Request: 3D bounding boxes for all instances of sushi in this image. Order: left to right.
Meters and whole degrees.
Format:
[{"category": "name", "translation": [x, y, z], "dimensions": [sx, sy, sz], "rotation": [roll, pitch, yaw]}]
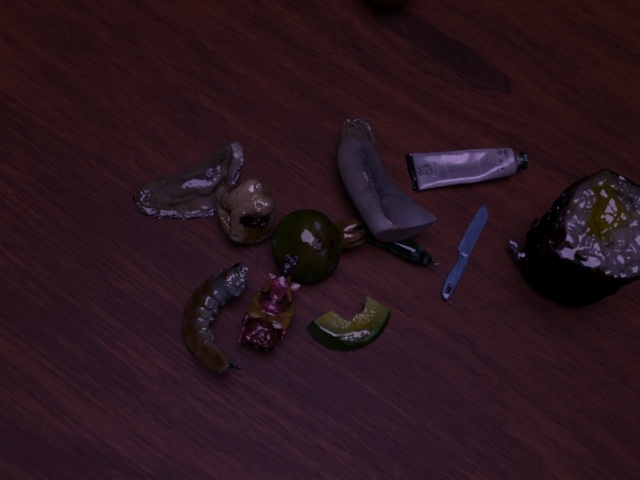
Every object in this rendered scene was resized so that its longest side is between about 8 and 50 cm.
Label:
[{"category": "sushi", "translation": [0.685, 0.010, 1.877], "dimensions": [0.299, 0.294, 0.281], "rotation": [-39, 80, -16]}]

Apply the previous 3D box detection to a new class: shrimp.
[{"category": "shrimp", "translation": [-0.268, 0.195, 1.806], "dimensions": [0.185, 0.068, 0.287], "rotation": [-15, 53, 26]}]

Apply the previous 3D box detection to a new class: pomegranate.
[{"category": "pomegranate", "translation": [-0.006, 0.012, 1.888], "dimensions": [0.241, 0.159, 0.190], "rotation": [14, 70, -3]}]

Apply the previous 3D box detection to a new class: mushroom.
[{"category": "mushroom", "translation": [0.136, -0.174, 1.971], "dimensions": [0.177, 0.126, 0.397], "rotation": [-13, 61, -32]}]

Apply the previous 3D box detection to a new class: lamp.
[{"category": "lamp", "translation": [-0.117, 0.155, 1.827], "dimensions": [0.118, 0.118, 0.253], "rotation": [19, 83, 2]}]

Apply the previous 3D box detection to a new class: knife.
[{"category": "knife", "translation": [0.395, 0.029, 1.995], "dimensions": [0.044, 0.019, 0.313], "rotation": [27, 67, 8]}]

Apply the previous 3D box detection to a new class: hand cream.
[{"category": "hand cream", "translation": [0.416, -0.210, 2.068], "dimensions": [0.336, 0.076, 0.121], "rotation": [-6, 64, -1]}]

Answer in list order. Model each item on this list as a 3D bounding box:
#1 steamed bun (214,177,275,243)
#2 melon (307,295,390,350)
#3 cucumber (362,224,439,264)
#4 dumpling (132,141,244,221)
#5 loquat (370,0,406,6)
[{"category": "steamed bun", "translation": [-0.181, -0.091, 1.897], "dimensions": [0.141, 0.155, 0.172], "rotation": [-12, 74, -30]}, {"category": "melon", "translation": [0.083, 0.215, 1.870], "dimensions": [0.209, 0.064, 0.118], "rotation": [-25, 68, -16]}, {"category": "cucumber", "translation": [0.205, 0.011, 1.963], "dimensions": [0.250, 0.056, 0.056], "rotation": [25, 69, 7]}, {"category": "dumpling", "translation": [-0.333, -0.148, 1.962], "dimensions": [0.332, 0.086, 0.166], "rotation": [-31, 72, -11]}, {"category": "loquat", "translation": [0.198, -0.823, 2.193], "dimensions": [0.193, 0.238, 0.238], "rotation": [-29, 74, -8]}]
